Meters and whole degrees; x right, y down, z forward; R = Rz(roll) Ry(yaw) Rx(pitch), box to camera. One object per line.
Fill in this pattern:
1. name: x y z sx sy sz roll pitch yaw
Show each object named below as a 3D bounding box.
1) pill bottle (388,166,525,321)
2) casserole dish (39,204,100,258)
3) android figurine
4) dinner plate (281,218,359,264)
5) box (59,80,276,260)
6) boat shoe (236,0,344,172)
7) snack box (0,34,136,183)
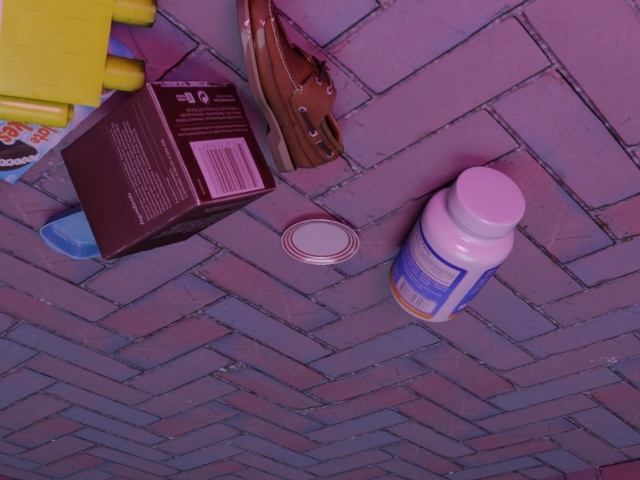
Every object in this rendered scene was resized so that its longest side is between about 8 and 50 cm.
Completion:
1. pill bottle: 0.221 0.007 1.143 0.152 0.152 0.272 10 143 -10
2. casserole dish: -0.402 -0.022 1.233 0.188 0.037 0.114 -15 141 24
3. android figurine: -0.332 -0.249 0.802 0.272 0.056 0.248 2 119 -25
4. dinner plate: 0.000 0.000 1.259 0.141 0.017 0.141 2 143 1
5. box: -0.207 -0.096 0.957 0.203 0.167 0.168 -25 177 33
6. boat shoe: -0.032 -0.206 0.912 0.104 0.111 0.307 -7 153 6
7. snack box: -0.423 -0.209 0.954 0.321 0.060 0.187 -28 135 35
